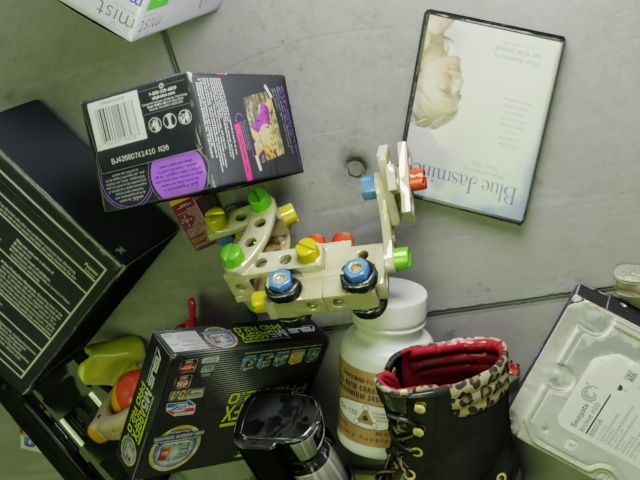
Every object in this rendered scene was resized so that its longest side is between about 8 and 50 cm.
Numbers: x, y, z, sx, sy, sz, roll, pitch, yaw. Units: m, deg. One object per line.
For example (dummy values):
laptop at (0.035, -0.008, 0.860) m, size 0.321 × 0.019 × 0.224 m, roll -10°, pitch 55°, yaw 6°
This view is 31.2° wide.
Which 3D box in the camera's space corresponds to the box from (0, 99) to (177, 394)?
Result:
box at (-0.422, 0.008, 1.682) m, size 0.296 × 0.183 × 0.294 m, roll 43°, pitch 118°, yaw 2°

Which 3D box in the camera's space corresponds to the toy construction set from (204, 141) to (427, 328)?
toy construction set at (0.000, 0.000, 1.522) m, size 0.328 × 0.215 × 0.151 m, roll -18°, pitch 134°, yaw 24°

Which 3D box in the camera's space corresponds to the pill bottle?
pill bottle at (0.091, 0.175, 1.588) m, size 0.131 × 0.131 × 0.229 m, roll 8°, pitch 112°, yaw 17°

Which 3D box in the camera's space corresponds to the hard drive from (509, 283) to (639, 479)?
hard drive at (0.439, 0.231, 1.522) m, size 0.339 × 0.064 × 0.237 m, roll 29°, pitch 116°, yaw 9°

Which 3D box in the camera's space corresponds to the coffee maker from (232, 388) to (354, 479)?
coffee maker at (-0.057, 0.307, 1.608) m, size 0.171 × 0.120 × 0.178 m, roll -19°, pitch 126°, yaw 5°

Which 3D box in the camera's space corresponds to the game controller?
game controller at (-0.381, 0.293, 1.834) m, size 0.166 × 0.067 × 0.319 m, roll -41°, pitch 88°, yaw 7°

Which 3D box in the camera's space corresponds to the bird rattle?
bird rattle at (-0.244, 0.213, 1.696) m, size 0.254 × 0.207 × 0.143 m, roll -16°, pitch 122°, yaw 34°

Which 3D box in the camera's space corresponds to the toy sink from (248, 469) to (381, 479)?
toy sink at (0.000, 0.439, 1.716) m, size 0.234 × 0.131 × 0.152 m, roll -2°, pitch 109°, yaw 23°

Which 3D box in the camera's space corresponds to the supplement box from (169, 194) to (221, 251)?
supplement box at (-0.171, -0.035, 1.647) m, size 0.043 × 0.055 × 0.083 m, roll -23°, pitch 100°, yaw 27°

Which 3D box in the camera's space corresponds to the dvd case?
dvd case at (0.200, -0.158, 1.484) m, size 0.180 × 0.022 × 0.253 m, roll 15°, pitch 114°, yaw 14°

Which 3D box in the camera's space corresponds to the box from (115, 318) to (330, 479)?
box at (-0.135, 0.219, 1.621) m, size 0.060 × 0.270 × 0.216 m, roll 44°, pitch 123°, yaw 41°

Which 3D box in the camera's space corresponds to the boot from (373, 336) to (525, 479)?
boot at (0.102, 0.297, 1.488) m, size 0.377 × 0.138 × 0.284 m, roll -14°, pitch 117°, yaw -16°

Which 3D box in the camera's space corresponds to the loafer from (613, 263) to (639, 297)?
loafer at (0.439, 0.061, 1.472) m, size 0.125 × 0.045 × 0.039 m, roll 11°, pitch 130°, yaw 23°

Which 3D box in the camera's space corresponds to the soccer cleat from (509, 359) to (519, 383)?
soccer cleat at (0.238, 0.168, 1.590) m, size 0.083 × 0.029 × 0.035 m, roll 35°, pitch 113°, yaw -1°

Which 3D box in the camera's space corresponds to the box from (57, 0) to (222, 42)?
box at (-0.186, -0.389, 1.402) m, size 0.127 × 0.262 × 0.231 m, roll 30°, pitch 116°, yaw 7°

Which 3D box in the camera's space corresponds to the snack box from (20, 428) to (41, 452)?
snack box at (-0.412, 0.329, 1.890) m, size 0.178 × 0.022 × 0.064 m, roll 10°, pitch 111°, yaw 16°

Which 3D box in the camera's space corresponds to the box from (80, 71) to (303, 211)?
box at (-0.156, -0.130, 1.474) m, size 0.165 × 0.270 × 0.143 m, roll -11°, pitch 92°, yaw 23°
